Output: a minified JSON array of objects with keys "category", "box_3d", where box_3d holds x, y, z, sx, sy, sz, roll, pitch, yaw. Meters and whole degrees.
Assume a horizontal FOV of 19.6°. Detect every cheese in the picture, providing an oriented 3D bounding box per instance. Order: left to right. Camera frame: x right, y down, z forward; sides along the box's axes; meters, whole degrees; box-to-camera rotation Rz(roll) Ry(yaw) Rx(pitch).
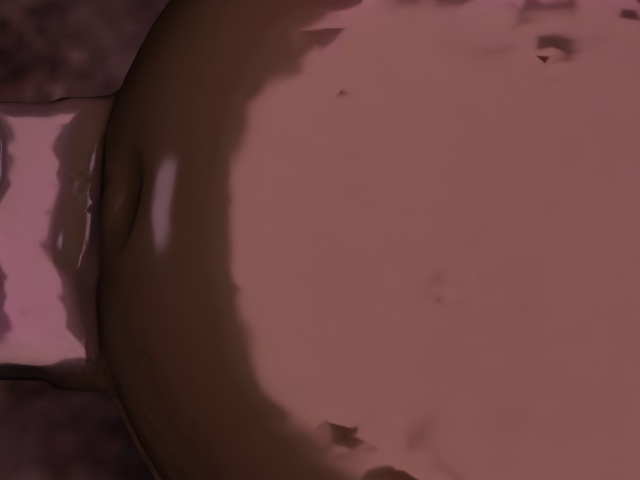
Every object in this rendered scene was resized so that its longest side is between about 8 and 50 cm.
[{"category":"cheese","box_3d":[0.000,0.000,0.344,0.286,0.082,0.163,5,82,-2]}]
